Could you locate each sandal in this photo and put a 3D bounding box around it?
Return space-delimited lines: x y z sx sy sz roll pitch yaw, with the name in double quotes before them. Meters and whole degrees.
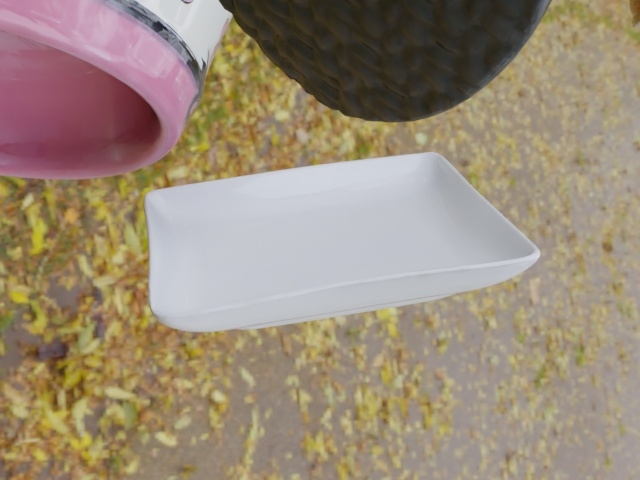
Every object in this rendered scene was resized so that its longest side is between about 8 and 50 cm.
"sandal" 0.006 -0.223 0.295 0.107 0.168 0.445 -50 143 -31

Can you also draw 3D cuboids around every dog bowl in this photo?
"dog bowl" -0.272 -0.172 0.827 0.408 0.408 0.150 30 60 -55

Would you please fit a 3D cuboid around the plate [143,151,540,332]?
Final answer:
"plate" 0.000 0.000 0.838 0.277 0.278 0.045 -116 -160 -66

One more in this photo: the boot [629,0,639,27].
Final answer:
"boot" 0.351 -0.356 1.105 0.283 0.109 0.220 -41 106 -53
